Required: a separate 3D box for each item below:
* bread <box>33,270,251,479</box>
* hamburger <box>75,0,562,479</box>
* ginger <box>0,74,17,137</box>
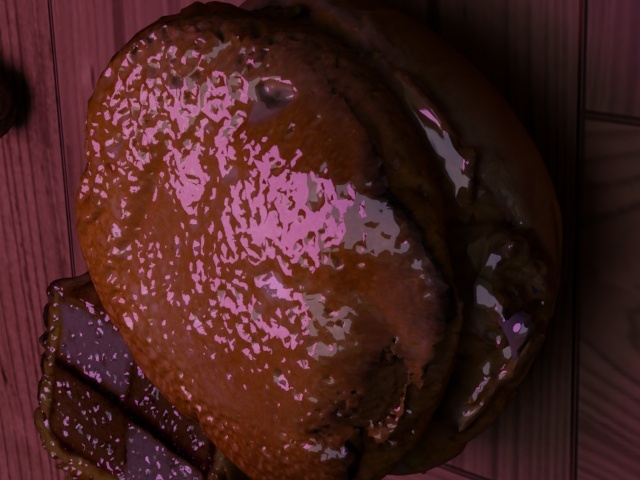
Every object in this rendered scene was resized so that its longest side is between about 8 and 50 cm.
[{"bbox_3d":[-0.115,0.122,1.048,0.222,0.096,0.181,24,120,36],"label":"bread"},{"bbox_3d":[0.000,0.000,0.837,0.314,0.170,0.290,40,131,28],"label":"hamburger"},{"bbox_3d":[-0.332,-0.151,1.185,0.204,0.080,0.104,47,126,26],"label":"ginger"}]
